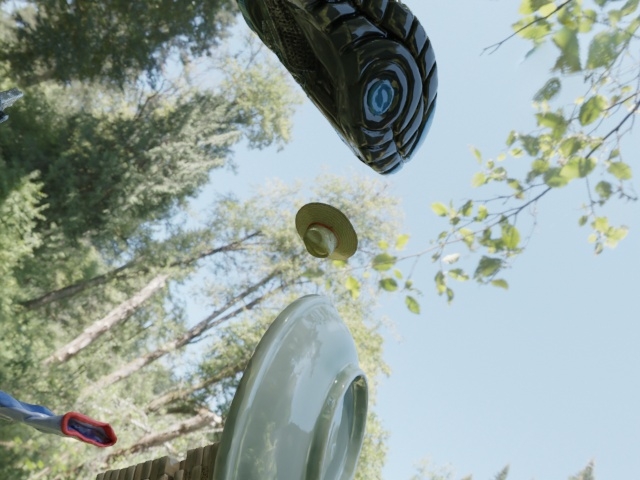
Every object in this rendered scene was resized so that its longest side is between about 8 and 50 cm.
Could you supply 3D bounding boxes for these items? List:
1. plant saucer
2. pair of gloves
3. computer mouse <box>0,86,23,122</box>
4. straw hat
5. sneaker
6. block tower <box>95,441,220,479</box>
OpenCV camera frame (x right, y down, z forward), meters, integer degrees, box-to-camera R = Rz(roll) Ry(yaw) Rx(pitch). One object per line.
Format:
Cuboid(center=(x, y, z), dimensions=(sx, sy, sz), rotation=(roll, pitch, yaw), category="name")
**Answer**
Cuboid(center=(-0.007, 0.283, 0.692), dimensions=(0.101, 0.400, 0.400), rotation=(9, -51, 21), category="plant saucer")
Cuboid(center=(-0.241, 0.095, 0.318), dimensions=(0.160, 0.023, 0.198), rotation=(0, -37, 27), category="pair of gloves")
Cuboid(center=(-0.206, -0.131, 0.220), dimensions=(0.072, 0.188, 0.272), rotation=(33, -55, 0), category="computer mouse")
Cuboid(center=(0.000, 0.000, 0.934), dimensions=(0.145, 0.061, 0.144), rotation=(17, -47, 19), category="straw hat")
Cuboid(center=(0.012, -0.207, 0.476), dimensions=(0.140, 0.125, 0.340), rotation=(32, -16, 46), category="sneaker")
Cuboid(center=(-0.210, 0.400, 0.764), dimensions=(0.336, 0.097, 0.091), rotation=(-20, -47, 17), category="block tower")
